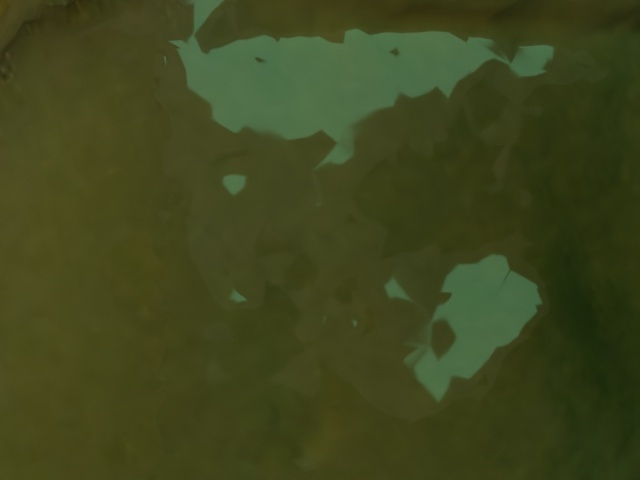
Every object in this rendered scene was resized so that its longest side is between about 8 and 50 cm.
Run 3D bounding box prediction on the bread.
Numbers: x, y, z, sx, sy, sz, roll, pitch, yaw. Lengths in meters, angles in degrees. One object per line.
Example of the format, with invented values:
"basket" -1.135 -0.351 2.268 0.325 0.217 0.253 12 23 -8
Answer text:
"bread" -0.003 0.000 0.554 0.320 0.237 0.321 0 92 -15
